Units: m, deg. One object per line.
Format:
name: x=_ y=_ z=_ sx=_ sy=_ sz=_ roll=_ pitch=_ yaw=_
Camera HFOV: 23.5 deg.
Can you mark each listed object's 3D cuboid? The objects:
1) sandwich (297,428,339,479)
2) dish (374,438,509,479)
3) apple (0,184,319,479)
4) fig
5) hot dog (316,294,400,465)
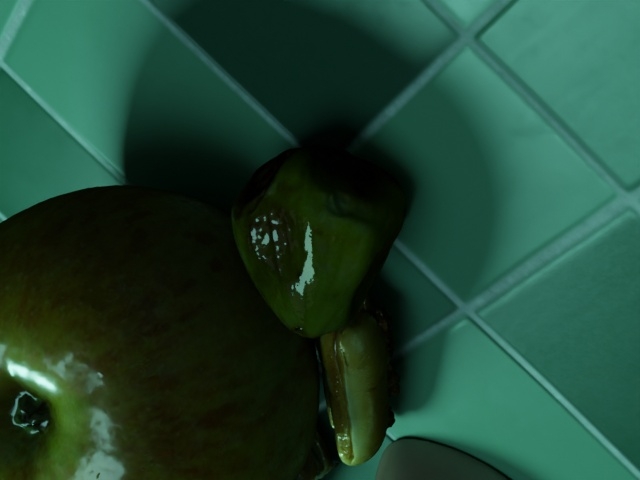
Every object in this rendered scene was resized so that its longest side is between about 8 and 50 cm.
sandwich: x=-0.076 y=0.291 z=1.761 sx=0.254 sy=0.099 sz=0.288 roll=2 pitch=128 yaw=43
dish: x=0.127 y=0.314 z=1.598 sx=0.213 sy=0.090 sz=0.213 roll=25 pitch=142 yaw=21
apple: x=-0.206 y=0.144 z=1.482 sx=0.400 sy=0.333 sz=0.400 roll=18 pitch=116 yaw=42
fig: x=0.000 y=0.000 z=1.341 sx=0.144 sy=0.154 sz=0.166 roll=-120 pitch=26 yaw=-86
hot dog: x=0.039 y=0.126 z=1.491 sx=0.076 sy=0.102 sz=0.249 roll=-9 pitch=136 yaw=-2
